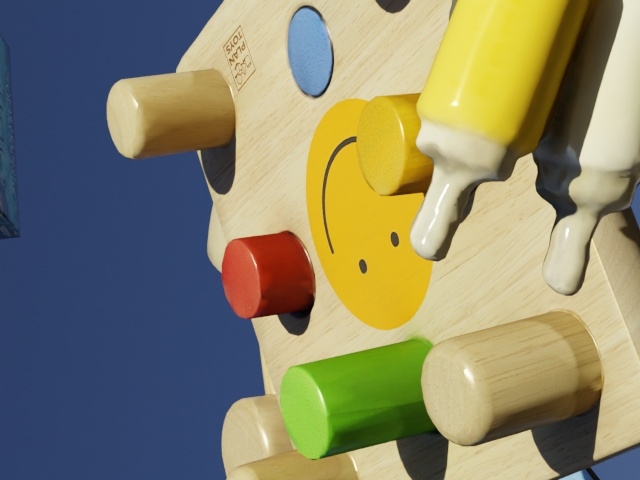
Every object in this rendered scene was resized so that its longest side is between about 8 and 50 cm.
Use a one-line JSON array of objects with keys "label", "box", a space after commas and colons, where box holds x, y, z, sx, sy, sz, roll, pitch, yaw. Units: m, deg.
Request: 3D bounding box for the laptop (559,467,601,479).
[{"label": "laptop", "box": [0.073, 0.368, 0.965, 0.236, 0.382, 0.408, 32, -141, -20]}]

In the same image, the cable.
[{"label": "cable", "box": [0.094, -0.130, 0.404, 0.139, 0.072, 0.287, -2, -70, -41]}]

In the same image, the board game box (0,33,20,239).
[{"label": "board game box", "box": [-0.293, -0.105, 1.318, 0.126, 0.026, 0.186, 89, 175, -77]}]

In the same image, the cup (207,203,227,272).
[{"label": "cup", "box": [0.026, -0.098, 1.801, 0.331, 0.331, 0.237, -27, -55, -47]}]

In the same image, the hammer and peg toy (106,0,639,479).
[{"label": "hammer and peg toy", "box": [0.000, 0.000, 0.651, 0.127, 0.361, 0.266, -11, -104, -29]}]
